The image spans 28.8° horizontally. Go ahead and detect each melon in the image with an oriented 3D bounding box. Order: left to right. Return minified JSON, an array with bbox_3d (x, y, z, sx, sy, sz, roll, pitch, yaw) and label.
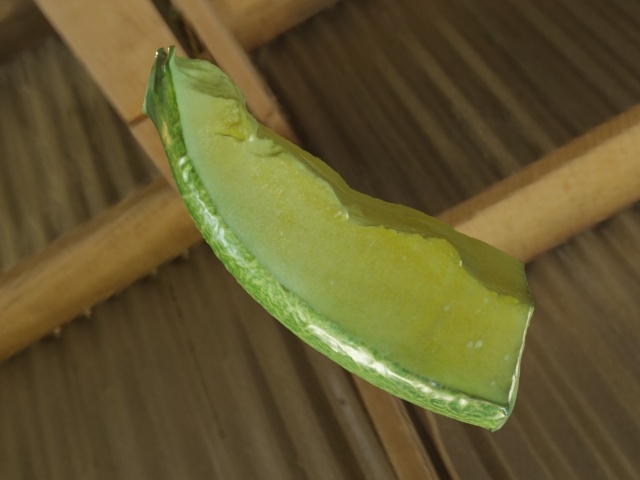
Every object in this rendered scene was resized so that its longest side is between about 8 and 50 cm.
[{"bbox_3d":[0.000,0.000,0.857,0.124,0.323,0.196,-57,-176,7],"label":"melon"}]
